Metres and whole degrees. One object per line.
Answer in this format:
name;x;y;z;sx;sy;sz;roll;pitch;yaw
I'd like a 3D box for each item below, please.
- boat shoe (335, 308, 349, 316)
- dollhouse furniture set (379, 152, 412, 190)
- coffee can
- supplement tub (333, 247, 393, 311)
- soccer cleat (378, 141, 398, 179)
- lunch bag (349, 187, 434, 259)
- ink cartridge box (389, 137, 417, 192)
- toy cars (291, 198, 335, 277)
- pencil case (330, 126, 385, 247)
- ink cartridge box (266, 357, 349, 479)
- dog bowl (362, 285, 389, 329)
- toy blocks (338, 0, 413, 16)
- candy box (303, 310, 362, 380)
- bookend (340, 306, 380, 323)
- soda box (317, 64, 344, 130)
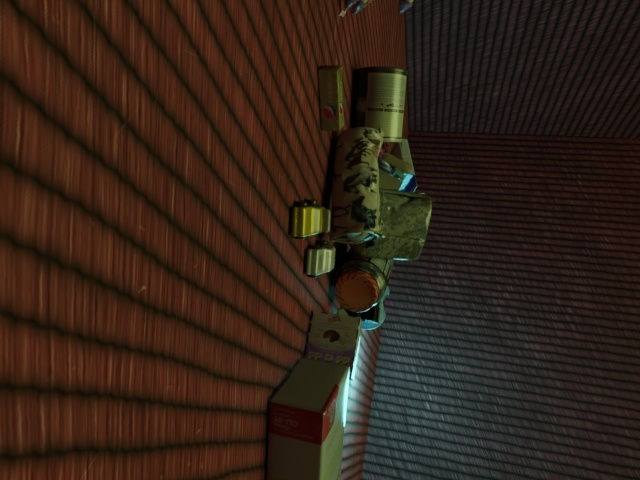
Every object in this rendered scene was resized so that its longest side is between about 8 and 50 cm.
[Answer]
boat shoe;0.068;0.339;1.789;0.081;0.068;0.228;53;17;-4
dollhouse furniture set;0.268;-0.224;2.245;0.303;0.173;0.355;-58;176;-19
coffee can;0.238;-0.540;1.831;0.201;0.201;0.275;-37;131;-71
supplement tub;0.174;0.139;1.837;0.338;0.207;0.207;-50;143;-64
soccer cleat;0.273;-0.408;2.232;0.331;0.143;0.116;57;34;-30
lunch bag;0.274;-0.078;1.791;0.212;0.305;0.256;-110;-149;-61
ink cartridge box;0.411;-0.329;2.490;0.324;0.071;0.330;113;-21;-54
toy cars;0.000;0.000;1.349;0.394;0.087;0.176;74;26;-55
pencil case;0.131;-0.188;1.539;0.160;0.183;0.410;59;33;-71
ink cartridge box;-0.033;0.577;1.295;0.279;0.160;0.385;-31;125;-72
dog bowl;0.252;0.303;2.312;0.074;0.165;0.297;63;34;-44
toy blocks;0.168;-0.881;1.511;0.260;0.309;0.288;-55;173;37
candy box;0.040;0.338;1.476;0.070;0.164;0.196;65;34;-64
bookend;0.179;0.329;2.026;0.156;0.157;0.072;23;73;-76
soda box;0.033;-0.425;1.364;0.058;0.061;0.181;-63;154;-53
